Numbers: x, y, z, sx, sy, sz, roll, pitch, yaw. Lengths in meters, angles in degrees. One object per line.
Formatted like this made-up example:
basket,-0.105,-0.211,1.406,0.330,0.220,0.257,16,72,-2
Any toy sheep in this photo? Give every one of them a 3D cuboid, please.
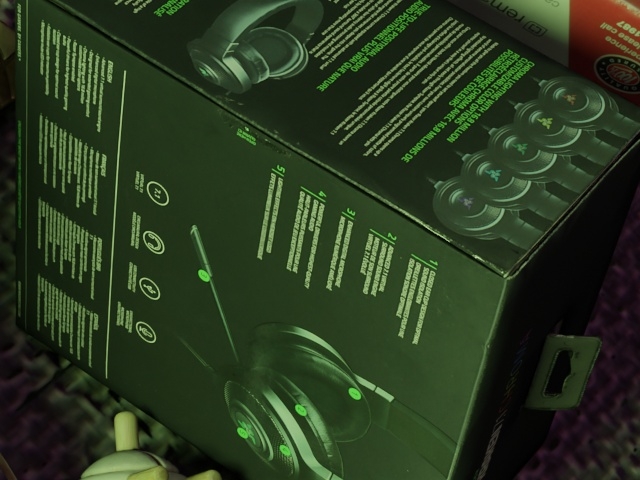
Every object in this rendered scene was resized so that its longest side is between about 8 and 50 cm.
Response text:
toy sheep,-0.088,0.148,0.891,0.091,0.091,0.132,8,68,-23

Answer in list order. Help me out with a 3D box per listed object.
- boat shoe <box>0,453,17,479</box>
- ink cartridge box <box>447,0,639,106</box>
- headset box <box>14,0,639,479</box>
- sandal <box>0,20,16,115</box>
boat shoe,-0.219,0.064,0.861,0.285,0.104,0.089,47,56,4
ink cartridge box,0.088,-0.114,1.014,0.197,0.273,0.114,29,58,-10
headset box,0.000,0.000,0.869,0.283,0.246,0.131,31,51,20
sandal,-0.220,-0.068,0.974,0.072,0.049,0.180,52,39,0
